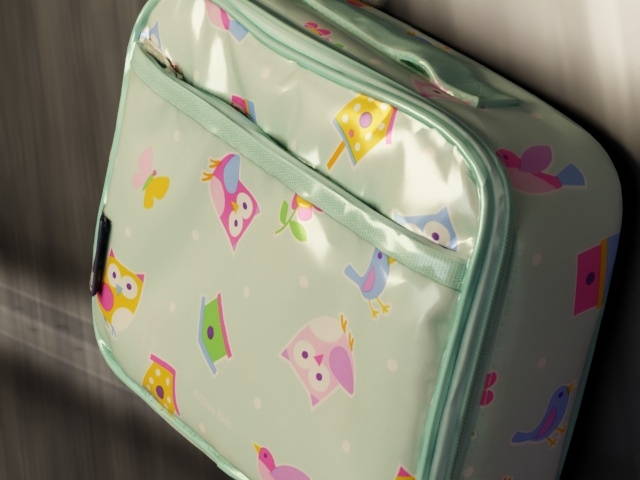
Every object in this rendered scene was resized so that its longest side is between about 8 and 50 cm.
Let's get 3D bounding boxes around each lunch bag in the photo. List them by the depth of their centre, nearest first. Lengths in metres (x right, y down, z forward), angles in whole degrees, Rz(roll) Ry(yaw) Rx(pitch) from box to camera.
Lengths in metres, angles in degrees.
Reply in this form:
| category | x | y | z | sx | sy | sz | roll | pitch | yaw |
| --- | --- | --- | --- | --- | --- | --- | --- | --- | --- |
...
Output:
| category | x | y | z | sx | sy | sz | roll | pitch | yaw |
| --- | --- | --- | --- | --- | --- | --- | --- | --- | --- |
| lunch bag | 0.000 | 0.000 | 0.777 | 0.279 | 0.108 | 0.224 | 34 | 122 | 43 |
